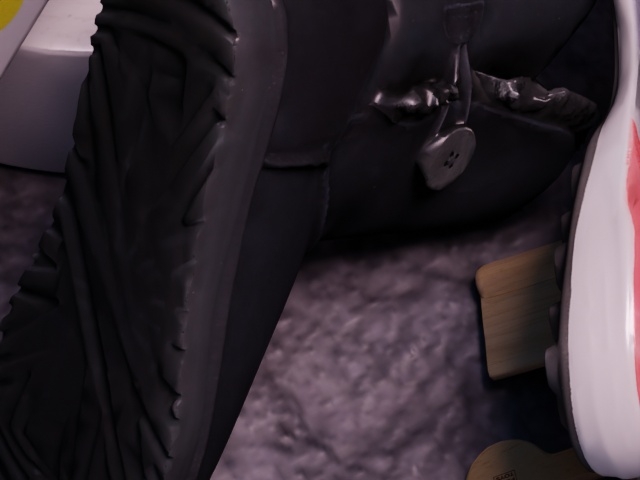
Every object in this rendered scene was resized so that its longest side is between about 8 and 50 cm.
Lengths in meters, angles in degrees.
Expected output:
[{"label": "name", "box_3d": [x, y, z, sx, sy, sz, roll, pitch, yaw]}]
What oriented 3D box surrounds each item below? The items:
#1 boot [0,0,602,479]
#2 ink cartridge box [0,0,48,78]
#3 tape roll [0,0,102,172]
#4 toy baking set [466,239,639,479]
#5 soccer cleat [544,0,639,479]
[{"label": "boot", "box_3d": [0.000, 0.000, 0.708, 0.207, 0.246, 0.094, -9, 35, -45]}, {"label": "ink cartridge box", "box_3d": [-0.236, -0.136, 0.674, 0.303, 0.307, 0.072, 41, 24, 14]}, {"label": "tape roll", "box_3d": [-0.093, -0.171, 0.788, 0.286, 0.100, 0.286, 2, 65, -5]}, {"label": "toy baking set", "box_3d": [0.164, 0.062, 0.698, 0.256, 0.030, 0.197, 7, 73, 31]}, {"label": "soccer cleat", "box_3d": [0.156, -0.069, 0.685, 0.116, 0.108, 0.318, 1, 67, 21]}]
